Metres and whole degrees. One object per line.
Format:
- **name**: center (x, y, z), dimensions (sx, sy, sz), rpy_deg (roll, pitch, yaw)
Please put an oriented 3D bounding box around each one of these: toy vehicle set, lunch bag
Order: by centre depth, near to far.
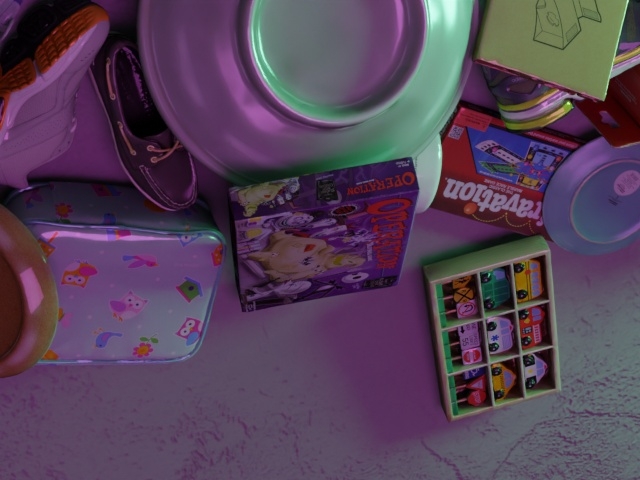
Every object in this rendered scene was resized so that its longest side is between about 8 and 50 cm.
- **lunch bag**: center (-0.266, 0.047, 1.976), dimensions (0.279, 0.108, 0.224), rpy_deg (3, 123, -20)
- **toy vehicle set**: center (0.232, 0.121, 2.224), dimensions (0.166, 0.035, 0.267), rpy_deg (-16, 130, -5)

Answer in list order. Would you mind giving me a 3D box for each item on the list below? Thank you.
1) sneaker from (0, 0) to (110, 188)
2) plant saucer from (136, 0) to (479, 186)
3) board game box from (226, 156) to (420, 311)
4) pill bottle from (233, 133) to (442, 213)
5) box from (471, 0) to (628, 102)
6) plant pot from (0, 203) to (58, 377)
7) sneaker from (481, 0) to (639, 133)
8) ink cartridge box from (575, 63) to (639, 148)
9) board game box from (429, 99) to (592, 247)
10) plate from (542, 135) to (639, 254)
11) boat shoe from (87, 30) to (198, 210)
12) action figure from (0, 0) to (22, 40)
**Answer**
- **sneaker**: center (-0.304, -0.160, 1.839), dimensions (0.121, 0.099, 0.262), rpy_deg (23, 124, -41)
- **plant saucer**: center (0.004, -0.234, 1.805), dimensions (0.400, 0.100, 0.401), rpy_deg (-4, 102, -18)
- **board game box**: center (0.000, 0.000, 1.941), dimensions (0.208, 0.056, 0.347), rpy_deg (-14, 162, -5)
- **pill bottle**: center (0.016, -0.097, 1.961), dimensions (0.229, 0.131, 0.131), rpy_deg (1, 122, -19)
- **box**: center (0.273, -0.277, 1.911), dimensions (0.164, 0.021, 0.201), rpy_deg (16, 82, -13)
- **plant pot**: center (-0.407, 0.055, 1.887), dimensions (0.236, 0.032, 0.236), rpy_deg (10, 116, 22)
- **sneaker**: center (0.320, -0.256, 1.980), dimensions (0.300, 0.111, 0.121), rpy_deg (-38, 118, 2)
- **ink cartridge box**: center (0.439, -0.200, 2.036), dimensions (0.231, 0.134, 0.078), rpy_deg (-16, 125, -9)
- **board game box**: center (0.259, -0.080, 2.123), dimensions (0.281, 0.027, 0.145), rpy_deg (14, 118, -27)
- **plate**: center (0.378, -0.055, 2.149), dimensions (0.188, 0.024, 0.188), rpy_deg (-9, 125, -13)
- **boat shoe**: center (-0.195, -0.128, 1.871), dimensions (0.081, 0.068, 0.228), rpy_deg (-33, 114, -17)
- **action figure**: center (-0.292, -0.321, 1.730), dimensions (0.285, 0.099, 0.185), rpy_deg (-43, 120, 7)
